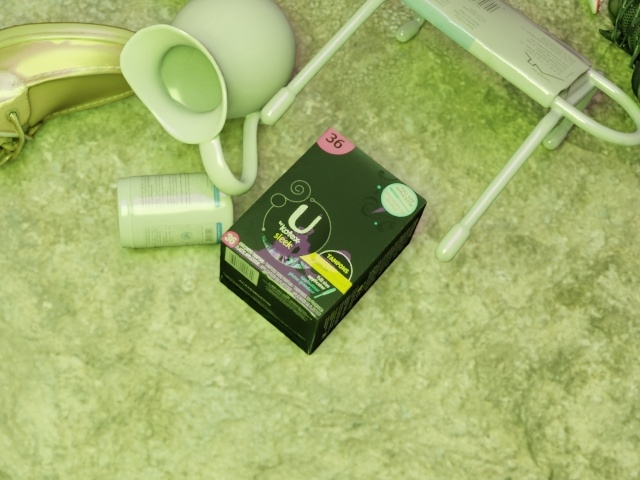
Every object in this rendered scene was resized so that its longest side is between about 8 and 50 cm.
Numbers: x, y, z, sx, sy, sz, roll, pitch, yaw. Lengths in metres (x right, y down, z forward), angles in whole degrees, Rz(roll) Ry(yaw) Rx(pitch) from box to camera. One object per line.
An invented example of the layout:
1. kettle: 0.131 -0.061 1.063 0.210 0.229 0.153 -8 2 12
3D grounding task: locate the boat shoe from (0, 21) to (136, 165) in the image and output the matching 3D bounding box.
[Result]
1. boat shoe: -0.322 -0.122 1.125 0.341 0.121 0.110 -12 72 0

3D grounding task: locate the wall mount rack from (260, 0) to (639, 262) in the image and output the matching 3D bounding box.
1. wall mount rack: 0.124 -0.144 1.114 0.350 0.130 0.304 38 37 11

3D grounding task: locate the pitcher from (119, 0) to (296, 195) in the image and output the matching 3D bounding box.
1. pitcher: -0.089 -0.148 1.126 0.126 0.207 0.177 -16 107 23

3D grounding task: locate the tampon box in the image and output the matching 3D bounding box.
1. tampon box: 0.000 0.000 1.102 0.120 0.101 0.161 38 68 11

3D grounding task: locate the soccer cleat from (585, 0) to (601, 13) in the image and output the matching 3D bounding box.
1. soccer cleat: 0.294 -0.285 1.300 0.036 0.029 0.083 -2 63 3

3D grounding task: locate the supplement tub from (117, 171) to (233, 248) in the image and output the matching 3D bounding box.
1. supplement tub: -0.138 -0.029 1.120 0.107 0.071 0.071 -2 66 -7

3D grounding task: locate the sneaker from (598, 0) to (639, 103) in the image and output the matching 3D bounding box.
1. sneaker: 0.329 -0.202 1.183 0.130 0.087 0.227 30 38 16
